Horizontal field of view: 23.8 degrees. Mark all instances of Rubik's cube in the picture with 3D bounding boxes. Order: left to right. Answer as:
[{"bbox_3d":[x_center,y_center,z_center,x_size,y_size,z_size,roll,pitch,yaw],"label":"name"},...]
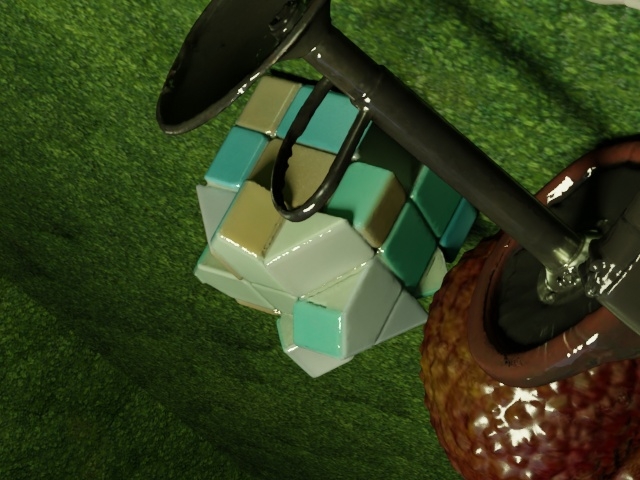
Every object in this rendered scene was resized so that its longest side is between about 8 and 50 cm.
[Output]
[{"bbox_3d":[0.000,0.000,1.389,0.224,0.213,0.265,17,160,32],"label":"Rubik's cube"}]

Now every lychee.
[{"bbox_3d":[0.206,0.111,1.324,0.260,0.261,0.260,27,161,10],"label":"lychee"}]

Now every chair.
[{"bbox_3d":[0.107,-0.050,1.076,0.401,0.227,0.226,37,161,-21],"label":"chair"}]

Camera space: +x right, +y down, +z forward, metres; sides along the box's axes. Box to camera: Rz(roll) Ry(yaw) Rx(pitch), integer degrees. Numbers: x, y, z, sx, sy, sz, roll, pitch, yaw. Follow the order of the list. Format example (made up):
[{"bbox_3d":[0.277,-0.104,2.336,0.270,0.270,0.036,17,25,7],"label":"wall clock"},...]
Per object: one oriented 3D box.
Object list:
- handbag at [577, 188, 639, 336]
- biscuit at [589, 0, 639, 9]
[{"bbox_3d":[0.317,0.006,0.963,0.246,0.223,0.080,33,-155,-9],"label":"handbag"},{"bbox_3d":[0.194,-0.186,0.873,0.208,0.049,0.181,18,159,36],"label":"biscuit"}]
